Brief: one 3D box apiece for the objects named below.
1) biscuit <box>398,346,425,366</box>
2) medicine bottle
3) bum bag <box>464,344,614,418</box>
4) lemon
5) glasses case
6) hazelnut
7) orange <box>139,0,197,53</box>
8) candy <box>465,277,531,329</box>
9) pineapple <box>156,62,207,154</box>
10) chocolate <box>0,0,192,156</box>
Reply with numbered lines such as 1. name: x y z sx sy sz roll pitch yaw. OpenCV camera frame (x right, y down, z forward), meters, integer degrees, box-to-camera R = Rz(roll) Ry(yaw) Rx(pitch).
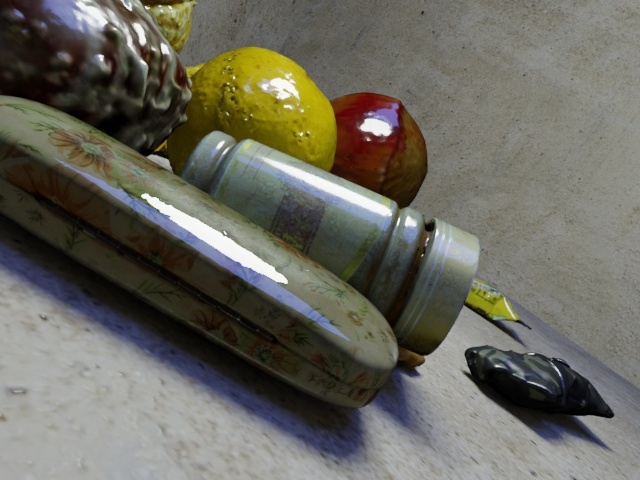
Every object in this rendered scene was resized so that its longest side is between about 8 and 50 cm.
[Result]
1. biscuit: 0.039 0.084 0.795 0.260 0.041 0.203 40 13 26
2. medicine bottle: 0.000 0.000 0.658 0.323 0.151 0.151 23 10 1
3. bum bag: 0.372 0.236 0.949 0.340 0.095 0.144 25 -3 -42
4. lemon: -0.101 -0.166 0.900 0.258 0.258 0.310 29 40 -20
5. glasses case: -0.119 0.008 0.511 0.425 0.098 0.156 32 10 -4
6. hazelnut: 0.089 -0.213 1.580 0.421 0.352 0.421 -1 0 0
7. orange: -0.390 -0.446 1.113 0.271 0.210 0.369 17 -16 -15
8. candy: 0.430 0.146 1.579 0.297 0.081 0.187 34 8 6
9. pineapple: -0.278 -0.231 1.106 0.140 0.249 0.164 17 -31 33
10. chocolate: -0.282 -0.194 0.667 0.210 0.225 0.340 43 11 8
